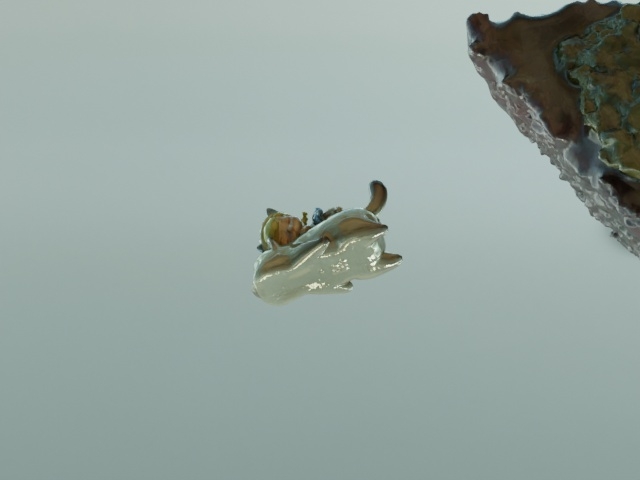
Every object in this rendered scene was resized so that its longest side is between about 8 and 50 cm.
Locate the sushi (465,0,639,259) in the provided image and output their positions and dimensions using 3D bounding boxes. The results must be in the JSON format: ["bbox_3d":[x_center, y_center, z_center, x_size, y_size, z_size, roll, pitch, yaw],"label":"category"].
[{"bbox_3d":[0.206,-0.074,0.911,0.161,0.107,0.241,-40,-118,-3],"label":"sushi"}]

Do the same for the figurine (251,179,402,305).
[{"bbox_3d":[0.000,0.000,0.908,0.083,0.047,0.051,-17,-137,4],"label":"figurine"}]
